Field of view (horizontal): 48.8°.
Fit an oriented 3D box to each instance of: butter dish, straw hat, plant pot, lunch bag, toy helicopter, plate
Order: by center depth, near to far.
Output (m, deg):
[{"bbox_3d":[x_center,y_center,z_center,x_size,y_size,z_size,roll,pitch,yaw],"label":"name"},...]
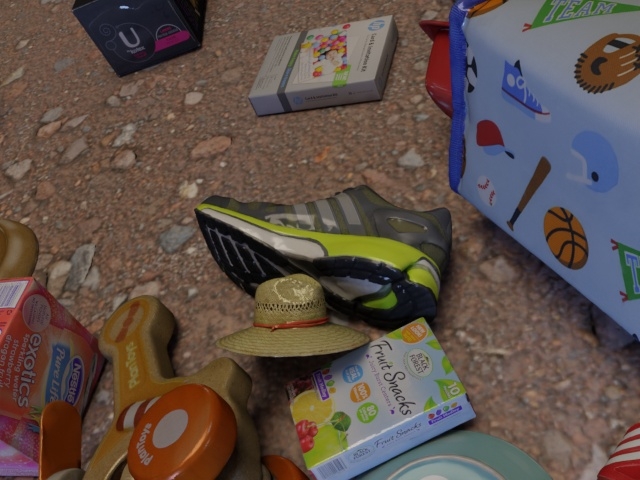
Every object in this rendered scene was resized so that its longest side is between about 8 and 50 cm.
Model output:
[{"bbox_3d":[0.091,0.222,0.519,0.188,0.024,0.188,-14,46,15],"label":"plate"},{"bbox_3d":[0.348,-0.115,0.570,0.385,0.239,0.328,-20,41,-15],"label":"lunch bag"},{"bbox_3d":[-0.028,0.062,0.642,0.144,0.144,0.061,-1,92,25],"label":"straw hat"},{"bbox_3d":[-0.168,0.173,0.644,0.235,0.140,0.355,-37,33,2],"label":"toy helicopter"},{"bbox_3d":[0.180,-0.152,0.758,0.160,0.159,0.118,26,89,44],"label":"butter dish"},{"bbox_3d":[-0.494,0.053,0.952,0.236,0.032,0.236,-13,46,14],"label":"plant pot"}]

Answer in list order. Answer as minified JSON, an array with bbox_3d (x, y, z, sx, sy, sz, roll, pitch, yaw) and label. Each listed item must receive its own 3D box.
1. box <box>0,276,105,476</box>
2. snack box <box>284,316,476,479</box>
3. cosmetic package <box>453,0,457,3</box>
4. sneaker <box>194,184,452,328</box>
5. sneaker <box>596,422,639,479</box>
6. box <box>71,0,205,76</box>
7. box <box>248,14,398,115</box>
[{"bbox_3d":[-0.402,0.149,0.737,0.299,0.142,0.154,-7,47,21],"label":"box"},{"bbox_3d":[0.046,0.136,0.602,0.141,0.037,0.100,-26,36,1],"label":"snack box"},{"bbox_3d":[0.249,-0.372,0.934,0.160,0.113,0.310,-19,44,8],"label":"cosmetic package"},{"bbox_3d":[0.000,0.000,0.727,0.299,0.111,0.121,15,47,28],"label":"sneaker"},{"bbox_3d":[0.282,0.172,0.430,0.221,0.087,0.128,17,60,35],"label":"sneaker"},{"bbox_3d":[-0.304,-0.440,1.239,0.165,0.143,0.270,-16,45,14],"label":"box"},{"bbox_3d":[0.006,-0.243,0.984,0.186,0.038,0.145,-2,49,23],"label":"box"}]
